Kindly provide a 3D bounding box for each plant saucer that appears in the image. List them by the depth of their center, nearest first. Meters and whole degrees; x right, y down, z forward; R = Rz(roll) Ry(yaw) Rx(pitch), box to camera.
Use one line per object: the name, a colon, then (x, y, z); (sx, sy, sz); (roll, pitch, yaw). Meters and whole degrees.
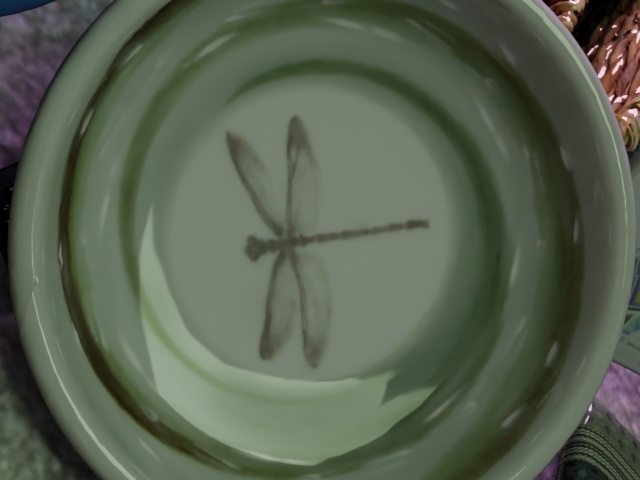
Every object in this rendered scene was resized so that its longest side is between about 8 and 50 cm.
plant saucer: (0.000, 0.000, 1.109); (0.400, 0.100, 0.401); (-2, 96, -18)

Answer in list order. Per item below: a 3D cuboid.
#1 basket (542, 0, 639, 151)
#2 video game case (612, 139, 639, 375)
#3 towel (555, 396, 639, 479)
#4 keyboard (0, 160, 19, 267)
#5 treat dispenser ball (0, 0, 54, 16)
basket: (0.139, -0.199, 1.277); (0.213, 0.223, 0.299); (52, 50, -19)
video game case: (0.347, -0.008, 1.339); (0.329, 0.300, 0.036); (26, 18, -33)
towel: (0.260, 0.319, 1.314); (0.324, 0.056, 0.312); (49, 31, -19)
keyboard: (-0.129, -0.048, 1.109); (0.192, 0.038, 0.100); (-28, 97, -45)
treat dispenser ball: (-0.197, -0.260, 0.934); (0.288, 0.288, 0.288); (15, 68, -40)
